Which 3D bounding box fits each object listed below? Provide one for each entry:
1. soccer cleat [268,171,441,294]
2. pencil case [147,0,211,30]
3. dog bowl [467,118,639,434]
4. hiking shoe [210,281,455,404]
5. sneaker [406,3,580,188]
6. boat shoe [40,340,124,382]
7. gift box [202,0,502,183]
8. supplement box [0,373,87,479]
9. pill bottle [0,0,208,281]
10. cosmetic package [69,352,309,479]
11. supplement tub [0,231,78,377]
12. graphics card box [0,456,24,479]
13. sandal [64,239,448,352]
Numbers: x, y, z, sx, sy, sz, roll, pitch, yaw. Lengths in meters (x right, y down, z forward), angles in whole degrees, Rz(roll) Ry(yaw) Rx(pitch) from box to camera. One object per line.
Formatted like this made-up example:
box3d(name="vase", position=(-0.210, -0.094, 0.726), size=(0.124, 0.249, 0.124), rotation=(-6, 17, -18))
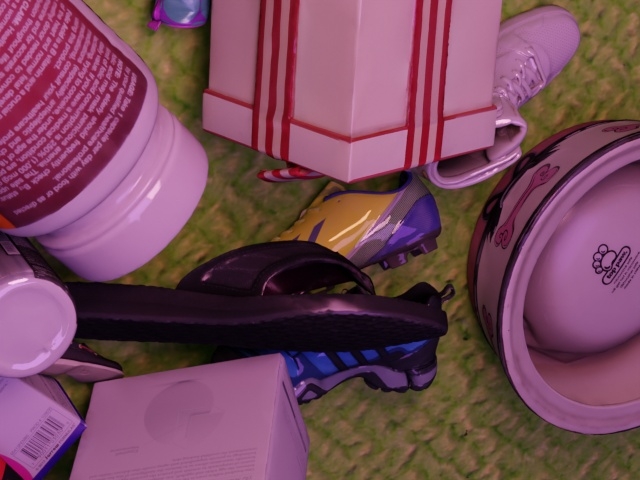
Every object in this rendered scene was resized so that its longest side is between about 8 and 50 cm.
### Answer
box3d(name="soccer cleat", position=(0.000, 0.000, 1.928), size=(0.289, 0.093, 0.121), rotation=(-20, 90, -14))
box3d(name="pencil case", position=(-0.145, -0.295, 1.713), size=(0.070, 0.064, 0.151), rotation=(-19, 120, -38))
box3d(name="dog bowl", position=(0.363, 0.030, 2.082), size=(0.408, 0.150, 0.408), rotation=(-11, 117, -23))
box3d(name="hiking shoe", position=(0.010, 0.108, 1.951), size=(0.304, 0.113, 0.132), rotation=(-4, 118, -33))
box3d(name="sneaker", position=(0.214, -0.157, 1.906), size=(0.292, 0.169, 0.108), rotation=(-36, 122, -11))
box3d(name="boat shoe", position=(-0.267, 0.132, 1.846), size=(0.049, 0.042, 0.133), rotation=(-24, 153, 30))
box3d(name="gift box", position=(0.028, -0.201, 1.745), size=(0.255, 0.276, 0.258), rotation=(-12, 114, -38))
box3d(name="supplement box", position=(-0.376, 0.162, 1.768), size=(0.111, 0.114, 0.220), rotation=(-49, 126, 1))
box3d(name="pill bottle", position=(-0.301, -0.145, 1.602), size=(0.224, 0.224, 0.392), rotation=(-47, 125, -2))
box3d(name="cosmetic package", position=(-0.140, 0.256, 1.792), size=(0.224, 0.224, 0.138), rotation=(-10, 121, 11))
box3d(name="supplement tub", position=(-0.330, 0.052, 1.695), size=(0.117, 0.190, 0.117), rotation=(-11, 116, -24))
box3d(name="graphics card box", position=(-0.355, 0.379, 1.817), size=(0.233, 0.094, 0.371), rotation=(-18, 128, 27))
box3d(name="sandal", position=(-0.082, 0.053, 1.786), size=(0.446, 0.167, 0.107), rotation=(3, 75, -2))
